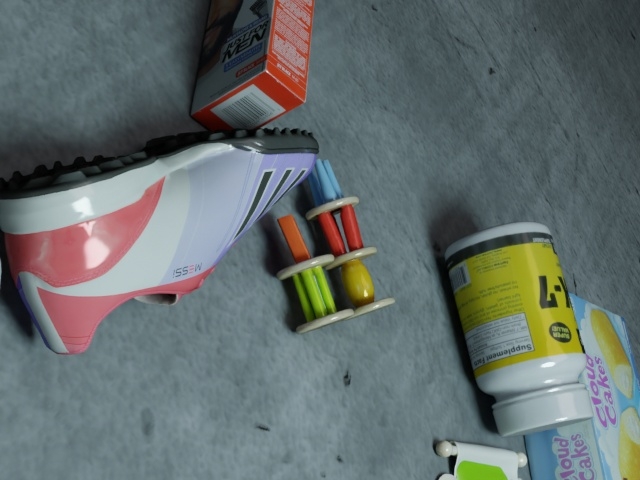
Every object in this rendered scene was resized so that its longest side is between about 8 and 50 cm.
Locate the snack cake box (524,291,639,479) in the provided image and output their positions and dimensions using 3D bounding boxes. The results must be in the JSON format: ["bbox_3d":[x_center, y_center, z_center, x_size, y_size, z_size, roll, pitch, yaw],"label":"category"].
[{"bbox_3d":[0.303,0.206,1.118,0.152,0.089,0.264,22,53,-45],"label":"snack cake box"}]

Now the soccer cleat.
[{"bbox_3d":[-0.102,-0.017,0.730,0.318,0.108,0.116,-25,111,-57],"label":"soccer cleat"}]

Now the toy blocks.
[{"bbox_3d":[0.000,0.000,0.876,0.123,0.054,0.148,-9,77,-55],"label":"toy blocks"}]

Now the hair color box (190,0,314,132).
[{"bbox_3d":[-0.057,-0.178,0.875,0.053,0.093,0.167,36,44,-36],"label":"hair color box"}]

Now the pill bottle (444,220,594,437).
[{"bbox_3d":[0.211,0.095,1.040,0.119,0.119,0.209,8,64,-50],"label":"pill bottle"}]

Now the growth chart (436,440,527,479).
[{"bbox_3d":[0.181,0.309,0.958,0.172,0.021,0.237,9,63,-49],"label":"growth chart"}]
